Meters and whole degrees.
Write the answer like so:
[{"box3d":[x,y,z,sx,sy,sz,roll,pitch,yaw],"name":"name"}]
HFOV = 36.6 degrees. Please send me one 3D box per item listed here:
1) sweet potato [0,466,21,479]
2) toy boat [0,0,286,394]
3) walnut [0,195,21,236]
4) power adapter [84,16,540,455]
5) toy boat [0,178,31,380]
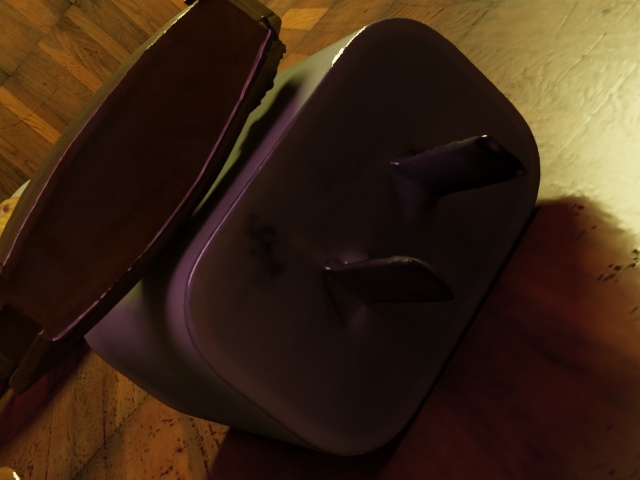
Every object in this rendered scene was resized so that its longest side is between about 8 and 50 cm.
[{"box3d":[-0.237,0.247,0.582,0.251,0.097,0.097,-53,18,3],"name":"sweet potato"},{"box3d":[-0.083,-0.029,0.425,0.206,0.064,0.072,-56,6,-18],"name":"toy boat"},{"box3d":[-0.302,0.028,1.043,0.207,0.159,0.159,-31,25,55],"name":"walnut"},{"box3d":[0.000,0.000,0.467,0.187,0.124,0.255,-58,21,-19],"name":"power adapter"},{"box3d":[-0.358,0.037,1.204,0.269,0.141,0.141,-55,19,-15],"name":"toy boat"}]
